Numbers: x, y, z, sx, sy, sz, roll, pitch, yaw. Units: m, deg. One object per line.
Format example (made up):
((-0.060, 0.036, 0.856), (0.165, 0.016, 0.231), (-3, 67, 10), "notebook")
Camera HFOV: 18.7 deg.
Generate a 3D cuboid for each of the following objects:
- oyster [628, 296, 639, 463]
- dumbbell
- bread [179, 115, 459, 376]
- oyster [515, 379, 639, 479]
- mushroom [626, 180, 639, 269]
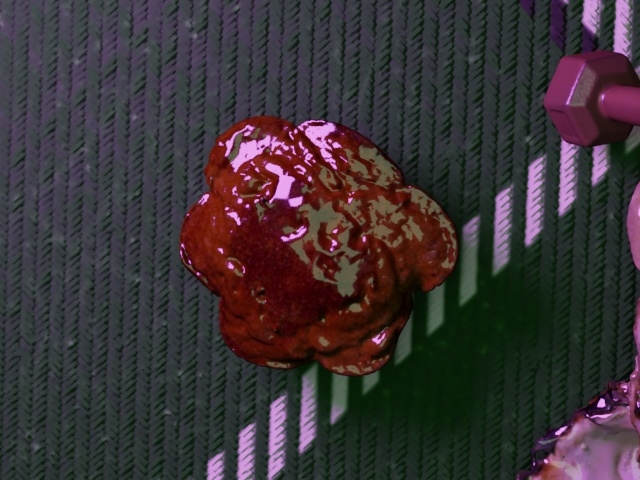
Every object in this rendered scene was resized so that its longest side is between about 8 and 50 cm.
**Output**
((0.353, 0.054, 1.607), (0.110, 0.166, 0.341), (-4, 119, -27), "oyster")
((0.290, -0.113, 1.679), (0.082, 0.231, 0.092), (-40, 119, -18), "dumbbell")
((-0.012, 0.006, 1.772), (0.246, 0.135, 0.232), (36, 98, 6), "bread")
((0.314, 0.212, 1.753), (0.259, 0.092, 0.198), (-38, 86, 18), "oyster")
((0.349, -0.010, 1.719), (0.154, 0.122, 0.154), (-1, 85, 10), "mushroom")
